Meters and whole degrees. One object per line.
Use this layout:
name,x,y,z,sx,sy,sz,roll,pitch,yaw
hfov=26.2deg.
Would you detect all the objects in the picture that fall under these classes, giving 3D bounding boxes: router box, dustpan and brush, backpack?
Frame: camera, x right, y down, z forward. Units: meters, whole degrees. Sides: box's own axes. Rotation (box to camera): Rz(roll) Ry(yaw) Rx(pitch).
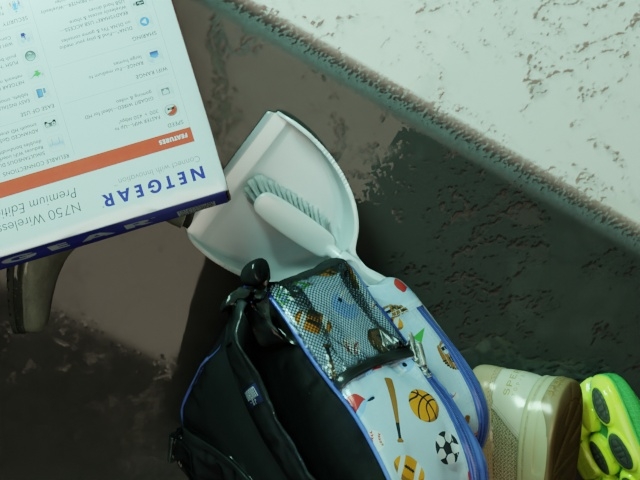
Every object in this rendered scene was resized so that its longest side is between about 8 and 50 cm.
router box,-0.274,-0.130,1.111,0.335,0.082,0.301,-16,86,-4
dustpan and brush,0.000,0.000,1.257,0.211,0.060,0.147,35,99,-17
backpack,0.019,0.176,1.186,0.213,0.263,0.276,-14,149,-29

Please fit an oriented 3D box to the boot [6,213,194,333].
boot,-0.186,-0.026,1.209,0.161,0.083,0.246,8,100,-12

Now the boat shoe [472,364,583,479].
boat shoe,0.183,0.284,1.356,0.110,0.121,0.341,12,107,26

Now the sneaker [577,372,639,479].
sneaker,0.352,0.238,1.376,0.123,0.109,0.295,-44,105,-24
